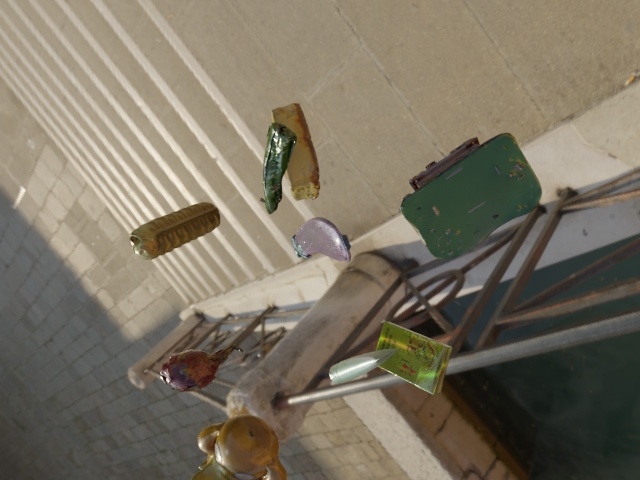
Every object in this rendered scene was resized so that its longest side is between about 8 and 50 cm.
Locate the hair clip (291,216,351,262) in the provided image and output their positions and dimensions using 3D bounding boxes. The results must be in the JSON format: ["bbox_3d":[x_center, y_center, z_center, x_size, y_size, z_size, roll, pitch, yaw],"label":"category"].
[{"bbox_3d":[-0.001,-0.002,1.561,0.095,0.110,0.358,10,176,-17],"label":"hair clip"}]

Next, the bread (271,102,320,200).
[{"bbox_3d":[-0.074,-0.280,1.817,0.185,0.114,0.275,79,178,-78],"label":"bread"}]

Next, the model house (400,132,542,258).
[{"bbox_3d":[0.343,-0.116,1.336,0.294,0.154,0.207,-34,111,12],"label":"model house"}]

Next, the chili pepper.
[{"bbox_3d":[-0.130,-0.178,1.552,0.085,0.076,0.359,35,146,10],"label":"chili pepper"}]

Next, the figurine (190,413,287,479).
[{"bbox_3d":[-0.162,0.451,1.142,0.215,0.215,0.228,32,169,15],"label":"figurine"}]

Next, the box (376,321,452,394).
[{"bbox_3d":[0.325,0.417,2.028,0.311,0.043,0.173,16,91,52],"label":"box"}]

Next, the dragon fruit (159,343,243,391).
[{"bbox_3d":[-0.341,0.359,1.636,0.125,0.246,0.125,63,147,7],"label":"dragon fruit"}]

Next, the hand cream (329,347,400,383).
[{"bbox_3d":[0.096,0.289,1.306,0.205,0.078,0.050,-36,73,46],"label":"hand cream"}]

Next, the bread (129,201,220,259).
[{"bbox_3d":[-0.353,-0.031,1.412,0.084,0.367,0.077,31,111,7],"label":"bread"}]
